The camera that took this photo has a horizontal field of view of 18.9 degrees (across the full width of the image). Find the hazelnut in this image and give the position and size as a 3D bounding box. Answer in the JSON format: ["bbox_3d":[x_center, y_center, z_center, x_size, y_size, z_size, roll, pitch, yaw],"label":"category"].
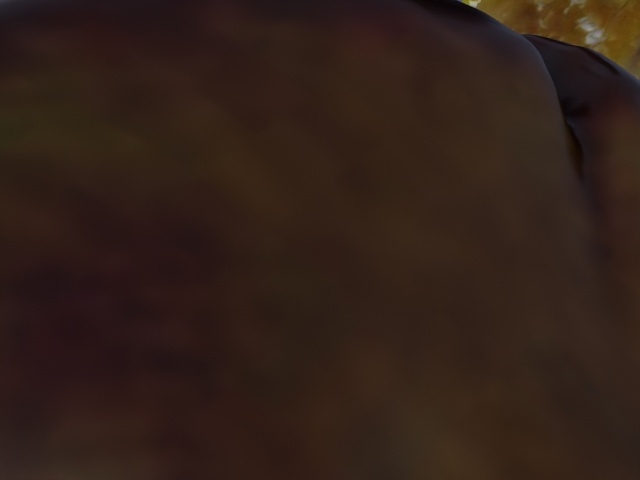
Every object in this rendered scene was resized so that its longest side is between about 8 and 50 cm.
[{"bbox_3d":[-0.035,0.130,0.531,0.402,0.429,0.402,-12,156,-6],"label":"hazelnut"}]

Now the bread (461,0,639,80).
[{"bbox_3d":[0.187,-0.083,1.328,0.176,0.195,0.246,-4,141,25],"label":"bread"}]
